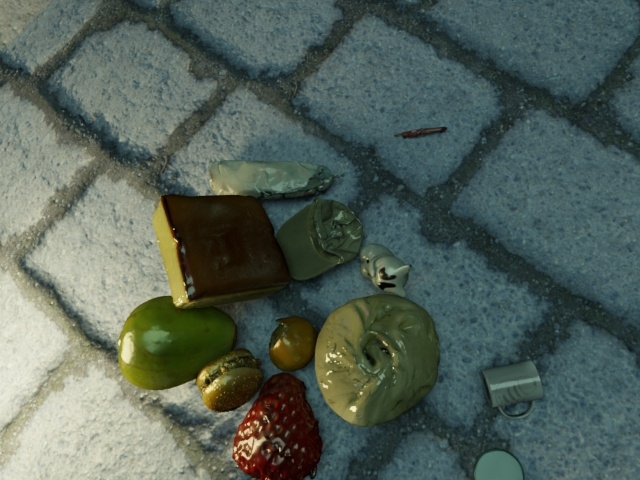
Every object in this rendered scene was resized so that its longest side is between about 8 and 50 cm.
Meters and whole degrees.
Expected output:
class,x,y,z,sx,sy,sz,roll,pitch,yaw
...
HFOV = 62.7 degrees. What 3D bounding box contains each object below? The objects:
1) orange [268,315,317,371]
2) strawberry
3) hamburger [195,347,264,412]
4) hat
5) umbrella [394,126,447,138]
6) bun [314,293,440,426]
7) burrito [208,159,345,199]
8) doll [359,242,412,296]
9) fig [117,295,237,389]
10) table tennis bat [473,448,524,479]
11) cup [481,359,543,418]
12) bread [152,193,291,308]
class,x,y,z,sx,sy,sz,roll,pitch,yaw
orange,-0.082,0.283,1.464,0.156,0.134,0.157,-23,40,20
strawberry,-0.110,0.496,1.368,0.253,0.150,0.280,20,75,35
hamburger,-0.238,0.382,1.434,0.191,0.182,0.118,-39,64,-1
hat,0.000,0.000,1.589,0.244,0.149,0.214,-32,73,37
umbrella,0.318,-0.343,1.665,0.165,0.027,0.025,-6,45,10
bun,0.144,0.296,1.380,0.326,0.234,0.362,39,75,24
burrito,-0.145,-0.188,1.654,0.445,0.101,0.139,2,68,10
doll,0.177,0.080,1.476,0.106,0.181,0.110,-8,114,-15
fig,-0.396,0.279,1.475,0.326,0.258,0.258,-6,70,-11
table tennis bat,0.437,0.628,1.321,0.124,0.033,0.201,20,74,17
cup,0.498,0.389,1.353,0.133,0.099,0.136,-12,69,5
bread,-0.285,0.024,1.497,0.333,0.143,0.324,-6,64,-40
